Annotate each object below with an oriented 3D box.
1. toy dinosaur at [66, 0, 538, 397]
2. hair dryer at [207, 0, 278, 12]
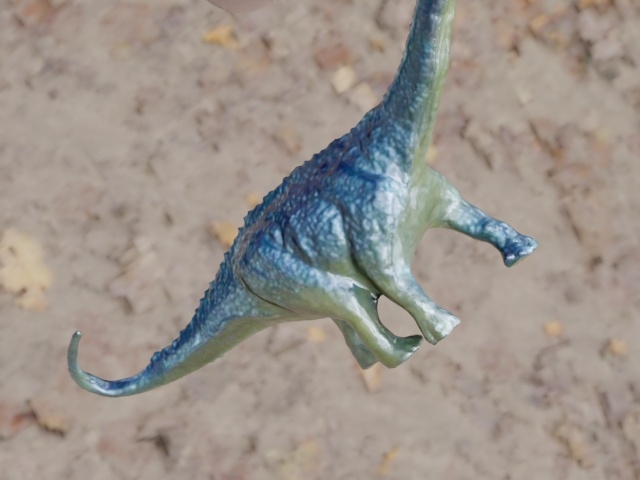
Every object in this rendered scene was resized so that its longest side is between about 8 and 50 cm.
[{"bbox_3d":[0.010,0.005,0.967,0.147,0.363,0.076,46,29,2],"label":"toy dinosaur"},{"bbox_3d":[-0.117,-0.292,1.339,0.344,0.189,0.106,24,70,-29],"label":"hair dryer"}]
